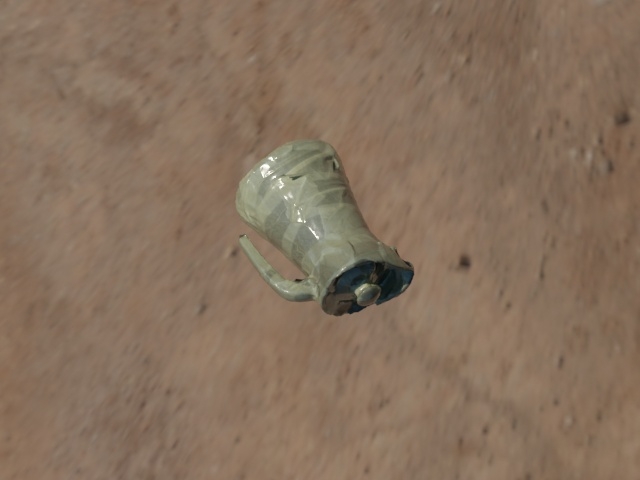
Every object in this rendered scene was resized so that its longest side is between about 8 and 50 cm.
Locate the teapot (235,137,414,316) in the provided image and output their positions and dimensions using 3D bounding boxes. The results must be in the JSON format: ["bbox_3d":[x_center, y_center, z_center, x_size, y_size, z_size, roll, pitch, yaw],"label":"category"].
[{"bbox_3d":[0.000,0.000,0.920,0.067,0.057,0.083,-31,58,-14],"label":"teapot"}]
